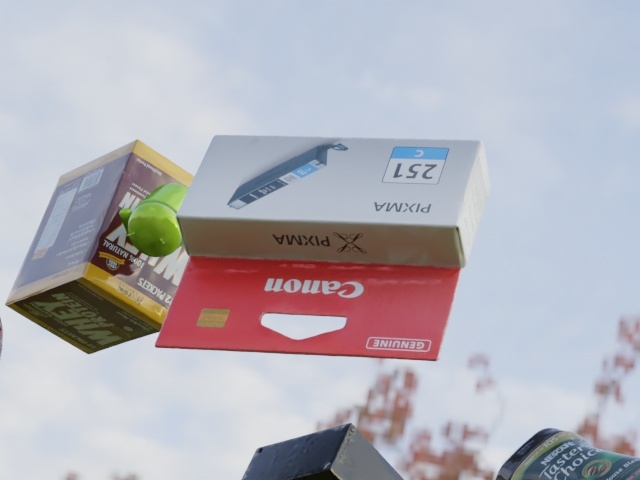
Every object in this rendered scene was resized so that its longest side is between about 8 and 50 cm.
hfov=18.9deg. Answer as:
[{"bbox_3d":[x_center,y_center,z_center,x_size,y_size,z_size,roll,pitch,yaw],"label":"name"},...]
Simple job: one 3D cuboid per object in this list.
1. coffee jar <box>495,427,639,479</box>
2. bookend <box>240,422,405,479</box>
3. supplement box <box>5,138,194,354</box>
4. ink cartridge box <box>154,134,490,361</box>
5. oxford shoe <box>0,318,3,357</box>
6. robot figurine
[{"bbox_3d":[0.236,0.223,1.666,0.184,0.096,0.079,13,-42,58],"label":"coffee jar"},{"bbox_3d":[0.015,0.299,2.198,0.156,0.072,0.157,-21,-60,42],"label":"bookend"},{"bbox_3d":[-0.251,0.011,2.317,0.129,0.194,0.191,34,-30,-26],"label":"supplement box"},{"bbox_3d":[0.000,0.000,1.911,0.296,0.261,0.066,2,-48,17],"label":"ink cartridge box"},{"bbox_3d":[-0.381,0.083,1.673,0.130,0.123,0.348,10,-10,15],"label":"oxford shoe"},{"bbox_3d":[-0.176,-0.023,2.178,0.101,0.115,0.067,10,-65,16],"label":"robot figurine"}]
